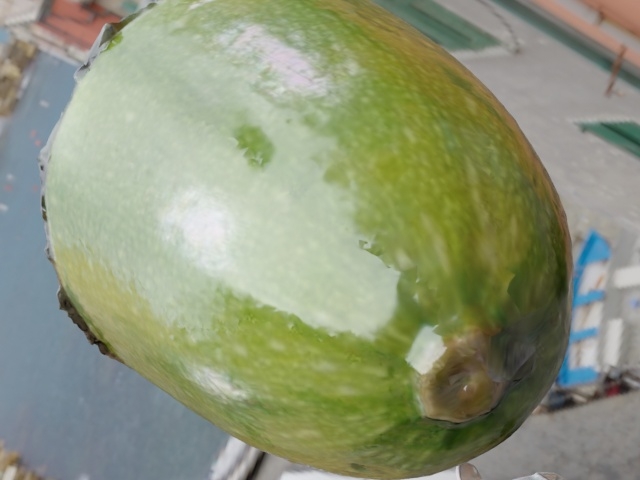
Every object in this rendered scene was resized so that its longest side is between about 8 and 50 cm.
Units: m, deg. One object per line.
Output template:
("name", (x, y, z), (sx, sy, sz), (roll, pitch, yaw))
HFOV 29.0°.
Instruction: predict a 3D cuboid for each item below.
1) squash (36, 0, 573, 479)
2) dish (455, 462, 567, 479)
("squash", (0.032, -0.006, 0.731), (0.309, 0.310, 0.310), (20, 86, 53))
("dish", (0.255, 0.294, 1.327), (0.234, 0.154, 0.064), (30, 92, 25))
